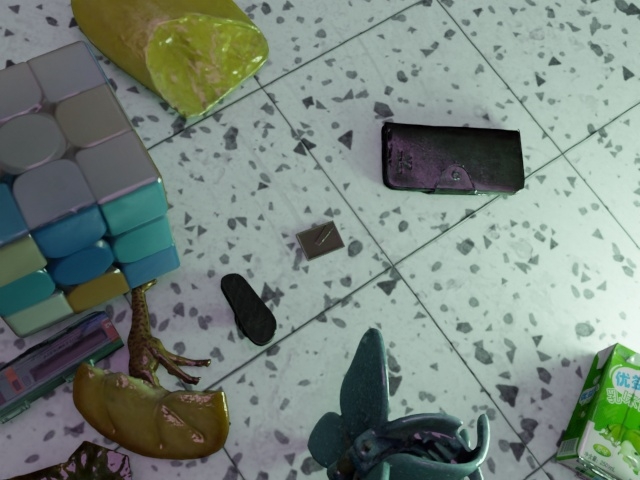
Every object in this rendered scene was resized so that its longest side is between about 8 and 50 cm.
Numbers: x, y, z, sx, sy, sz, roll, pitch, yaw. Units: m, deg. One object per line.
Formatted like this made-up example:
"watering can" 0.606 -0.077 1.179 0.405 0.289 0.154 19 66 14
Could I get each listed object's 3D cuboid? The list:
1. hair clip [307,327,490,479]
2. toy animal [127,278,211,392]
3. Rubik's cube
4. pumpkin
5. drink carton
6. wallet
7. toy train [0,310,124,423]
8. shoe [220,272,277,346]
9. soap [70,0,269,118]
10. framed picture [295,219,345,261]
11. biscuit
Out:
"hair clip" 0.125 0.413 1.415 0.238 0.318 0.392 20 40 -15
"toy animal" -0.322 0.200 1.572 0.149 0.054 0.275 -33 77 -20
"Rubik's cube" -0.488 -0.086 1.471 0.346 0.344 0.347 -24 68 -14
"pumpkin" -0.406 0.492 1.432 0.290 0.095 0.258 -23 79 -12
"drink carton" 0.601 0.361 1.618 0.161 0.108 0.271 28 69 2
"wallet" 0.294 -0.181 1.800 0.318 0.045 0.172 3 69 -6
"toy train" -0.556 0.271 1.493 0.409 0.086 0.089 -33 80 -18
"shoe" -0.145 0.145 1.622 0.071 0.049 0.179 -19 56 -27
"soap" -0.341 -0.483 1.776 0.427 0.115 0.306 40 73 7
"framed picture" 0.000 0.000 1.712 0.089 0.007 0.066 -22 75 -15
"biscuit" -0.316 0.326 1.501 0.299 0.045 0.154 13 98 -5
